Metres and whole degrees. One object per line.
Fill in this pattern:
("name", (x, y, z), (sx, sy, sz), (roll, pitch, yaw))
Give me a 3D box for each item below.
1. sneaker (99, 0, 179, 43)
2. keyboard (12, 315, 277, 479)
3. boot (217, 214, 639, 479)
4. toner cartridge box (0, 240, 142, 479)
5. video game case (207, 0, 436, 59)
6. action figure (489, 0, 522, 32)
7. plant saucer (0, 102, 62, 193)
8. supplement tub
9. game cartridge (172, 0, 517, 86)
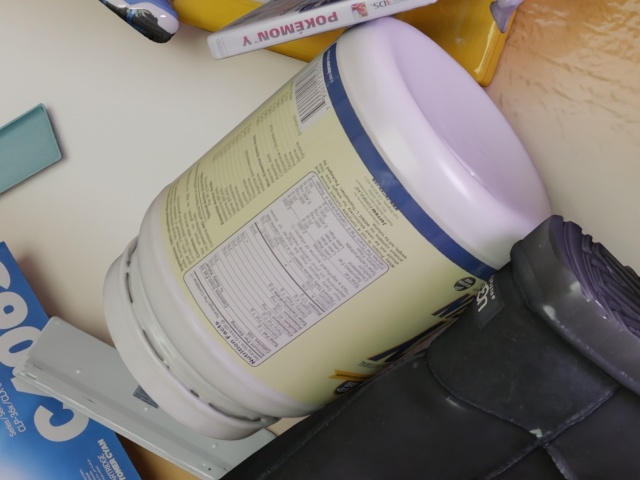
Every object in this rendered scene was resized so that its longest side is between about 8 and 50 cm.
("sneaker", (-0.190, -0.267, 1.120), (0.081, 0.080, 0.211), (-44, 52, 6))
("keyboard", (-0.169, 0.157, 1.097), (0.256, 0.014, 0.072), (27, 57, 10))
("boot", (0.144, 0.230, 0.914), (0.367, 0.146, 0.445), (39, 116, -13))
("toner cartridge box", (-0.306, 0.181, 1.116), (0.348, 0.165, 0.075), (56, 149, 16))
("video game case", (0.025, -0.198, 0.935), (0.183, 0.201, 0.023), (-11, 107, 21))
("action figure", (0.277, -0.265, 0.882), (0.330, 0.178, 0.341), (-16, 85, 17))
("plant saucer", (-0.358, -0.076, 1.237), (0.192, 0.018, 0.067), (-26, 77, 21))
("supplement tub", (0.000, 0.000, 0.948), (0.325, 0.235, 0.235), (-38, 73, 25))
("game cartridge", (0.043, -0.297, 1.058), (0.323, 0.052, 0.285), (21, 95, 24))
